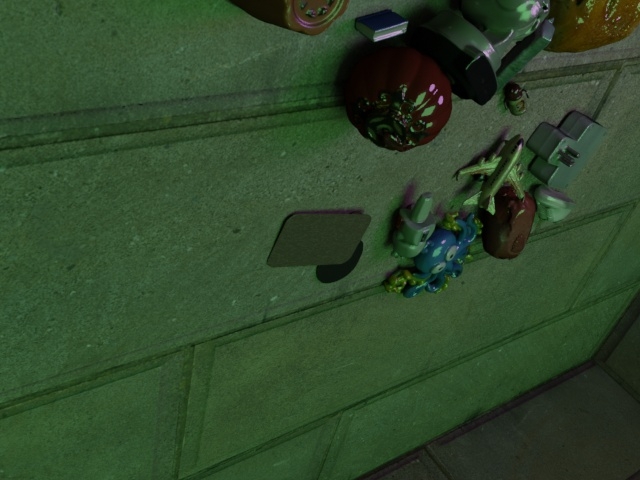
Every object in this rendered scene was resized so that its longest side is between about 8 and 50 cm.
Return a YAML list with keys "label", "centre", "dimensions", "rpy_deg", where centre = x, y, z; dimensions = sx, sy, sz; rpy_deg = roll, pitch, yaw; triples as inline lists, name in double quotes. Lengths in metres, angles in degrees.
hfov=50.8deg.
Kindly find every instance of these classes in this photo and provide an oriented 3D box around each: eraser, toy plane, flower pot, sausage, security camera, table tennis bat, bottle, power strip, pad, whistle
- label: "eraser"
  centre: [0.121, -0.424, 1.329]
  dimensions: [0.085, 0.063, 0.027]
  rpy_deg: [-24, 139, -24]
- label: "toy plane"
  centre: [0.500, -0.191, 1.898]
  dimensions: [0.229, 0.092, 0.244]
  rpy_deg: [17, 109, -20]
- label: "flower pot"
  centre: [-0.048, -0.426, 1.080]
  dimensions: [0.191, 0.173, 0.190]
  rpy_deg: [-24, 139, -23]
- label: "sausage"
  centre: [0.578, -0.051, 2.083]
  dimensions: [0.152, 0.152, 0.279]
  rpy_deg: [-29, 144, -17]
- label: "security camera"
  centre: [0.340, -0.453, 1.398]
  dimensions: [0.277, 0.191, 0.197]
  rpy_deg: [-48, 148, 6]
- label: "table tennis bat"
  centre: [0.063, 0.024, 1.796]
  dimensions: [0.138, 0.022, 0.246]
  rpy_deg: [-13, 137, -33]
- label: "bottle"
  centre: [0.510, -0.371, 1.765]
  dimensions: [0.063, 0.047, 0.101]
  rpy_deg: [-49, 144, -5]
- label: "power strip"
  centre: [0.746, -0.264, 2.028]
  dimensions: [0.261, 0.141, 0.229]
  rpy_deg: [5, 124, -49]
- label: "pad"
  centre: [0.000, 0.000, 1.702]
  dimensions: [0.266, 0.002, 0.176]
  rpy_deg: [-1, 132, -37]
- label: "whistle"
  centre: [0.254, -0.035, 1.841]
  dimensions: [0.101, 0.106, 0.253]
  rpy_deg: [-54, 166, -40]

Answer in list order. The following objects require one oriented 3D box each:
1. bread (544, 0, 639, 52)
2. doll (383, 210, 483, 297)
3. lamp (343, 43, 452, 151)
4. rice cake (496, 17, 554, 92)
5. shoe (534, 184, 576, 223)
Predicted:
- label: "bread"
  centre: [0.686, -0.594, 1.602]
  dimensions: [0.337, 0.148, 0.327]
  rpy_deg: [-14, 137, -32]
- label: "doll"
  centre: [0.369, 0.065, 2.057]
  dimensions: [0.346, 0.098, 0.341]
  rpy_deg: [-45, 145, 12]
- label: "lamp"
  centre: [0.156, -0.284, 1.380]
  dimensions: [0.227, 0.227, 0.226]
  rpy_deg: [-25, 142, -22]
- label: "rice cake"
  centre: [0.449, -0.422, 1.545]
  dimensions: [0.081, 0.051, 0.290]
  rpy_deg: [-64, -175, -14]
- label: "shoe"
  centre: [0.768, -0.109, 2.249]
  dimensions: [0.265, 0.095, 0.110]
  rpy_deg: [6, 125, -49]
